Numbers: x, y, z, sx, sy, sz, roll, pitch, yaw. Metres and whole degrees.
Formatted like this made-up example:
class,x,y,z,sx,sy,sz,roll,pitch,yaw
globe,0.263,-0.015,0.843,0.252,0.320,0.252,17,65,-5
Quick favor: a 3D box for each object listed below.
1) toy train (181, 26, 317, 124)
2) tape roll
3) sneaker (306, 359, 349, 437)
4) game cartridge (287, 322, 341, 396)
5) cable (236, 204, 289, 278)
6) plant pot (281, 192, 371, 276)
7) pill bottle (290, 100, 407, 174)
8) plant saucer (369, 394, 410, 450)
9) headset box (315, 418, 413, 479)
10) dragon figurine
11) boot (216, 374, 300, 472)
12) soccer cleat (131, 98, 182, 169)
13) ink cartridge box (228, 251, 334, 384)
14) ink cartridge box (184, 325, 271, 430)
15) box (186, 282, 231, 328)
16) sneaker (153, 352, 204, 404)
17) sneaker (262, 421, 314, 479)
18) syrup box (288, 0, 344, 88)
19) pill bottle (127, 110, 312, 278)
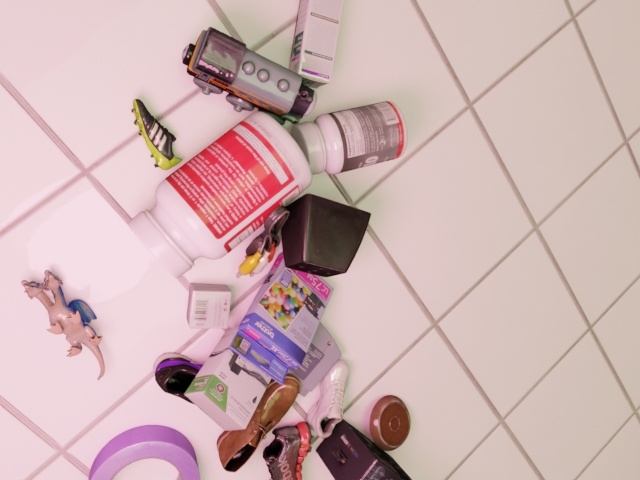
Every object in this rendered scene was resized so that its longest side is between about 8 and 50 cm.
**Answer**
class,x,y,z,sx,sy,sz,roll,pitch,yaw
toy train,-0.167,-0.385,1.156,0.334,0.190,0.142,22,90,-22
tape roll,-0.459,0.632,1.253,0.275,0.090,0.274,-3,100,-20
sneaker,0.042,0.471,1.405,0.090,0.115,0.232,17,92,-22
game cartridge,-0.084,0.289,1.365,0.196,0.060,0.294,-47,111,-5
cable,-0.120,0.002,1.209,0.139,0.287,0.072,-30,81,-40
plant pot,0.000,0.000,1.258,0.188,0.187,0.167,15,75,-23
pill bottle,0.075,-0.269,1.282,0.283,0.161,0.161,-17,104,-17
plant saucer,0.227,0.576,1.508,0.168,0.029,0.168,8,76,-32
headset box,0.147,0.688,1.408,0.283,0.246,0.131,44,81,-21
dragon figurine,-0.586,0.197,1.139,0.085,0.144,0.289,-35,128,-15
boot,-0.160,0.506,1.314,0.112,0.115,0.305,42,89,-19
soccer cleat,-0.398,-0.260,1.163,0.072,0.060,0.179,-30,114,-25
ink cartridge box,-0.091,0.195,1.258,0.186,0.065,0.311,43,51,-19
ink cartridge box,-0.211,0.338,1.192,0.153,0.087,0.208,50,42,-20
box,-0.291,0.170,1.247,0.102,0.087,0.101,5,96,-22
sneaker,-0.286,0.380,1.249,0.293,0.146,0.102,14,93,-22
sneaker,-0.111,0.661,1.387,0.135,0.097,0.276,10,92,-22
syrup box,-0.013,-0.529,1.245,0.096,0.093,0.236,9,95,-22
pill bottle,-0.237,-0.104,1.151,0.408,0.229,0.229,-40,110,-11
